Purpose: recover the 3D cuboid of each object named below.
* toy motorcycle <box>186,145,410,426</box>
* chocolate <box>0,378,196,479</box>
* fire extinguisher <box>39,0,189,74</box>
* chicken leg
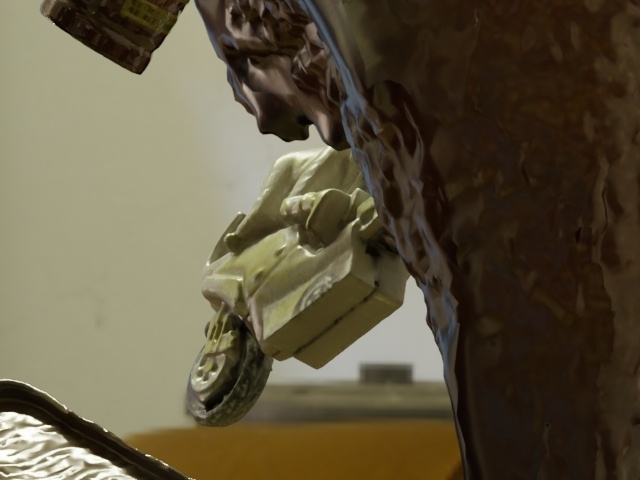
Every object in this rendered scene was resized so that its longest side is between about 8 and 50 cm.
[{"bbox_3d":[0.000,0.000,1.505,0.108,0.223,0.341,30,-54,-28],"label":"toy motorcycle"},{"bbox_3d":[-0.116,0.147,0.719,0.214,0.093,0.148,23,32,37],"label":"chocolate"},{"bbox_3d":[-0.085,-0.230,1.073,0.106,0.252,0.075,31,6,-14],"label":"fire extinguisher"},{"bbox_3d":[0.027,-0.037,0.435,0.096,0.407,0.158,9,-43,-29],"label":"chicken leg"}]
